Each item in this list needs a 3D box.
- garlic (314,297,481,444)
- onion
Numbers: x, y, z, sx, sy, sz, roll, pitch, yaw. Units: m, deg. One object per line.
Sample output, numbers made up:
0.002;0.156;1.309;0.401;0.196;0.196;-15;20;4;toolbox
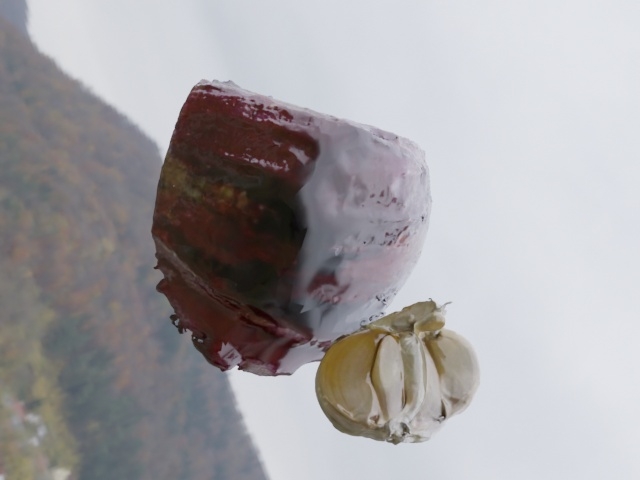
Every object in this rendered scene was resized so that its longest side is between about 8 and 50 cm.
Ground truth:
0.053;0.099;0.821;0.074;0.113;0.094;78;6;-60;garlic
0.000;0.000;1.178;0.146;0.314;0.280;2;-98;53;onion
